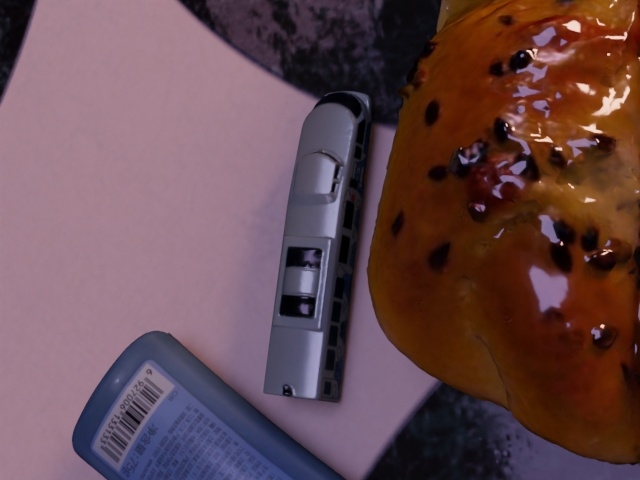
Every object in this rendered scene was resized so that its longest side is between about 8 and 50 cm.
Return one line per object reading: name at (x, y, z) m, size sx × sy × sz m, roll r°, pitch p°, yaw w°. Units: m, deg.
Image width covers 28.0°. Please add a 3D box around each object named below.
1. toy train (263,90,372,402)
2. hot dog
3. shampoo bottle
toy train at (0.000, 0.000, 0.837) m, size 0.043 × 0.047 × 0.207 m, roll 4°, pitch 81°, yaw 28°
hot dog at (0.203, -0.057, 0.679) m, size 0.367 × 0.196 × 0.365 m, roll 12°, pitch 87°, yaw 29°
shampoo bottle at (-0.044, 0.167, 0.811) m, size 0.258 × 0.061 × 0.104 m, roll 36°, pitch 94°, yaw 28°
